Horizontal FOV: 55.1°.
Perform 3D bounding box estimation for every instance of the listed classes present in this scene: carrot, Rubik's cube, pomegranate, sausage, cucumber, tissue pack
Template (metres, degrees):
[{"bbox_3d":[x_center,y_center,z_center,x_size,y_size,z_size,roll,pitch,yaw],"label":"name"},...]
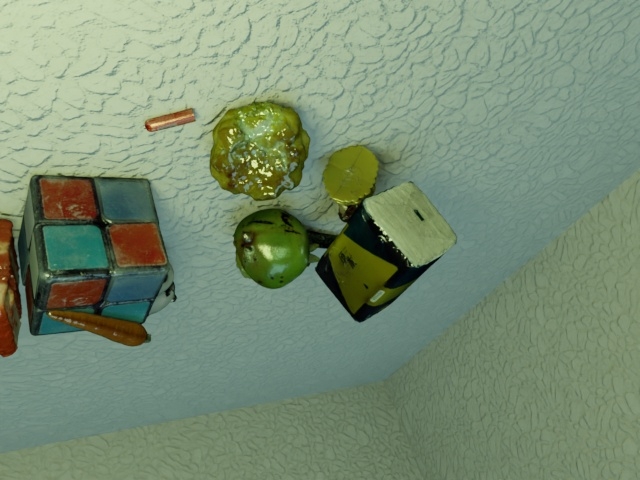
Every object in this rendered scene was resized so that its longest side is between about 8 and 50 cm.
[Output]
[{"bbox_3d":[-0.567,0.222,1.607,0.069,0.069,0.336,-31,146,19],"label":"carrot"},{"bbox_3d":[-0.611,0.040,1.638,0.318,0.313,0.316,-3,147,-32],"label":"Rubik's cube"},{"bbox_3d":[-0.134,0.026,2.002,0.340,0.260,0.260,3,144,-48],"label":"pomegranate"},{"bbox_3d":[-0.373,-0.293,1.510,0.129,0.034,0.034,-16,152,-8],"label":"sausage"},{"bbox_3d":[-0.003,0.000,2.247,0.067,0.067,0.245,-38,149,29],"label":"cucumber"},{"bbox_3d":[0.194,0.045,1.953,0.253,0.264,0.416,-27,164,-34],"label":"tissue pack"}]

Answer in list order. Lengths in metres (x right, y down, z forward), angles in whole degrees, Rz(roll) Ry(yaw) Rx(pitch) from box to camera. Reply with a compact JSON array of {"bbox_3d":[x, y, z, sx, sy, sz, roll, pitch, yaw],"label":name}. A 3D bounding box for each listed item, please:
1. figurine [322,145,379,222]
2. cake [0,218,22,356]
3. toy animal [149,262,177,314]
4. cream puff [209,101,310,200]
[{"bbox_3d":[0.096,-0.147,1.978,0.168,0.187,0.315,1,160,3],"label":"figurine"},{"bbox_3d":[-0.922,0.129,1.581,0.269,0.320,0.270,-6,149,-23],"label":"cake"},{"bbox_3d":[-0.569,0.132,1.985,0.187,0.165,0.235,-34,159,-25],"label":"toy animal"},{"bbox_3d":[-0.158,-0.242,1.621,0.281,0.185,0.282,1,115,2],"label":"cream puff"}]
